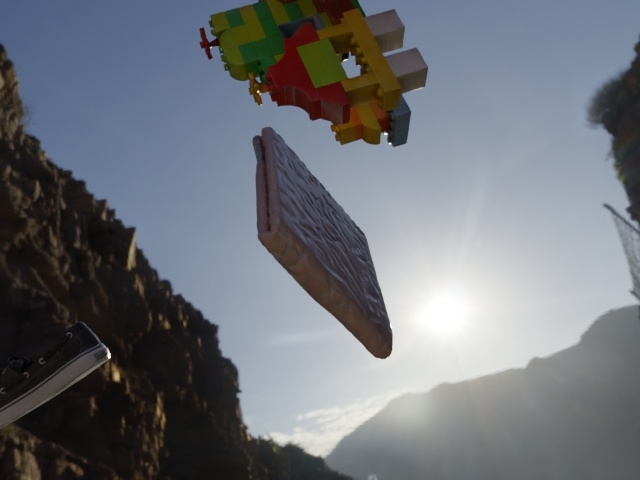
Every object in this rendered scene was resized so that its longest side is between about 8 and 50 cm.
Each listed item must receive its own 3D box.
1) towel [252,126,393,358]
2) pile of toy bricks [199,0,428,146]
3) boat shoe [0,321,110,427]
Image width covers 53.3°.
[{"bbox_3d":[0.000,0.000,1.073,0.053,0.317,0.332,-32,-54,16],"label":"towel"},{"bbox_3d":[-0.024,-0.134,0.408,0.105,0.212,0.118,-18,-28,-8],"label":"pile of toy bricks"},{"bbox_3d":[-0.393,0.186,0.861,0.228,0.076,0.080,-33,-2,12],"label":"boat shoe"}]
